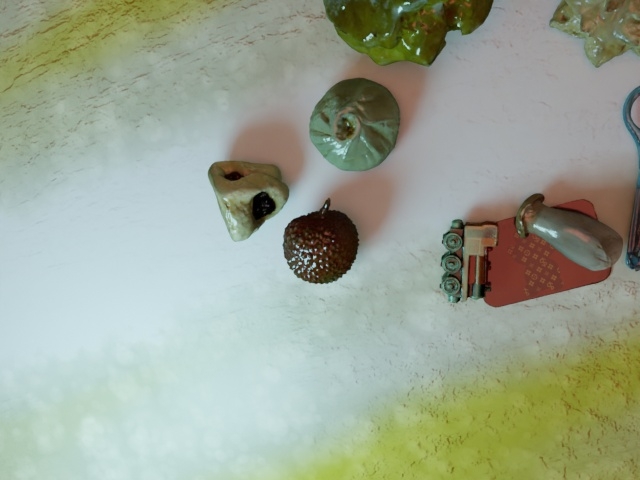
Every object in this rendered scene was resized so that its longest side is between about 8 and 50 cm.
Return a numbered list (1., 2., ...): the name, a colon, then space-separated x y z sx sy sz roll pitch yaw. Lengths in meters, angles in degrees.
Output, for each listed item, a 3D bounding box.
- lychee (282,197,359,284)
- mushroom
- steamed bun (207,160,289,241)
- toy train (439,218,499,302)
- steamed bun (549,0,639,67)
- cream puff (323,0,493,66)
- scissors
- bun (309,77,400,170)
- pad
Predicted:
1. lychee: 0.000 0.000 1.479 0.165 0.165 0.198 1 114 13
2. mushroom: 0.495 -0.015 1.399 0.212 0.088 0.097 23 134 15
3. steamed bun: -0.149 -0.103 1.515 0.155 0.172 0.141 -20 134 -10
4. toy train: 0.309 0.045 1.458 0.118 0.074 0.176 2 97 14
5. steamed bun: 0.575 -0.467 1.298 0.295 0.137 0.292 -18 96 13
6. cream puff: 0.189 -0.512 1.328 0.378 0.275 0.379 15 110 46
7. scissors: 0.663 -0.131 1.374 0.180 0.032 0.393 10 99 10
8. bun: 0.072 -0.241 1.454 0.195 0.118 0.196 1 94 12
9. pad: 0.452 0.029 1.460 0.267 0.004 0.181 -17 93 15
